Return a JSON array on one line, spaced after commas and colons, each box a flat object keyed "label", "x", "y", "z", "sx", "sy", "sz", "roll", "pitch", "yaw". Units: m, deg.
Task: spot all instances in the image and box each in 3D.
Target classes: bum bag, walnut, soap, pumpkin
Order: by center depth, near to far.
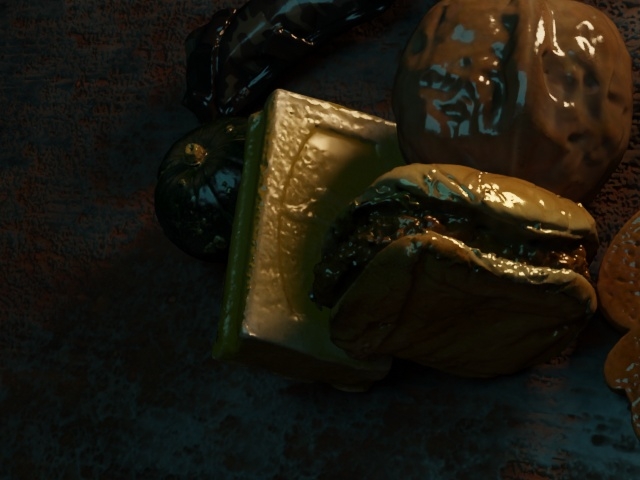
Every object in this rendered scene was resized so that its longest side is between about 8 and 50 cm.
[{"label": "walnut", "x": 0.209, "y": -0.147, "z": 1.676, "sx": 0.273, "sy": 0.227, "sz": 0.273, "roll": -11, "pitch": 64, "yaw": 24}, {"label": "soap", "x": 0.000, "y": 0.000, "z": 1.740, "sx": 0.091, "sy": 0.199, "sz": 0.314, "roll": 133, "pitch": 149, "yaw": -59}, {"label": "pumpkin", "x": -0.116, "y": -0.063, "z": 1.872, "sx": 0.190, "sy": 0.146, "sz": 0.190, "roll": -11, "pitch": 64, "yaw": 22}, {"label": "bum bag", "x": -0.048, "y": -0.278, "z": 1.981, "sx": 0.340, "sy": 0.095, "sz": 0.144, "roll": -35, "pitch": 60, "yaw": 17}]

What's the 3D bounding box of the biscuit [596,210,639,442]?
[{"label": "biscuit", "x": 0.380, "y": 0.079, "z": 1.576, "sx": 0.202, "sy": 0.044, "sz": 0.288, "roll": -9, "pitch": 63, "yaw": 27}]

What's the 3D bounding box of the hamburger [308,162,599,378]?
[{"label": "hamburger", "x": 0.138, "y": 0.032, "z": 1.582, "sx": 0.259, "sy": 0.283, "sz": 0.144, "roll": -40, "pitch": 46, "yaw": 47}]
